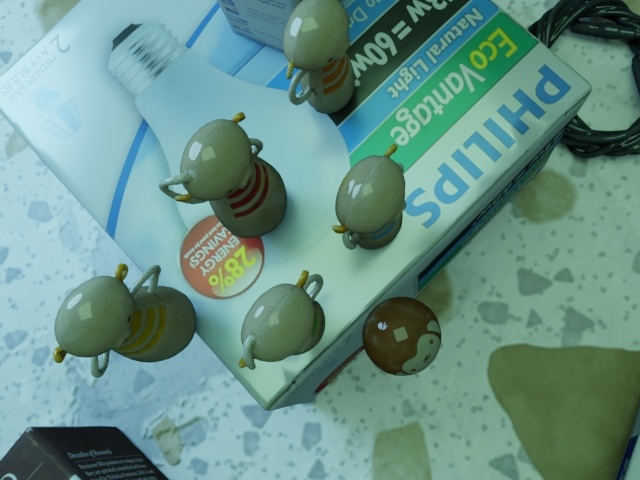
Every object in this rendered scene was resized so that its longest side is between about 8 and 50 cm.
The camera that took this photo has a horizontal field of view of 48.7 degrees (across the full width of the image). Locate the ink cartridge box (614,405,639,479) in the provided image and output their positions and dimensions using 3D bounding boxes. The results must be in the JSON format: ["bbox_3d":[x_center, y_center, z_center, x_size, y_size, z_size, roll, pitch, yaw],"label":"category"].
[{"bbox_3d":[0.381,0.197,0.596,0.223,0.045,0.223,22,68,16],"label":"ink cartridge box"}]

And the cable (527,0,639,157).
[{"bbox_3d":[0.291,-0.169,0.736,0.150,0.047,0.185,-31,71,-4],"label":"cable"}]

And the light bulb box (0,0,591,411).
[{"bbox_3d":[-0.025,-0.096,0.660,0.358,0.225,0.361,-45,78,-3],"label":"light bulb box"}]

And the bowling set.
[{"bbox_3d":[0.000,0.000,0.447,0.199,0.154,0.287,30,85,10],"label":"bowling set"}]

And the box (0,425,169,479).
[{"bbox_3d":[-0.208,0.297,0.635,0.203,0.167,0.168,38,85,16],"label":"box"}]

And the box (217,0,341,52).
[{"bbox_3d":[-0.019,-0.216,0.494,0.072,0.137,0.126,24,83,10],"label":"box"}]
